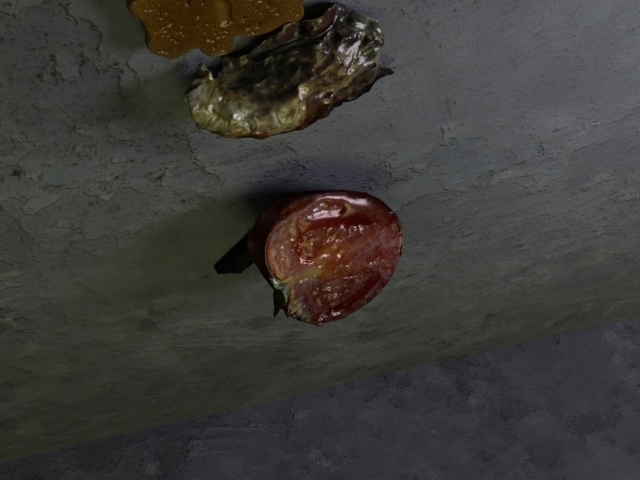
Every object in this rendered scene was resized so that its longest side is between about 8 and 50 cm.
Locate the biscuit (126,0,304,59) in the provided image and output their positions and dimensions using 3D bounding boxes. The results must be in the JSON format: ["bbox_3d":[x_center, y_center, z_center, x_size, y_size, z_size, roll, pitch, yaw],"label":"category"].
[{"bbox_3d":[-0.125,-0.307,0.928,0.226,0.036,0.166,-19,148,1],"label":"biscuit"}]

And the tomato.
[{"bbox_3d":[-0.006,0.000,1.398,0.309,0.170,0.308,-17,125,-26],"label":"tomato"}]

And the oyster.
[{"bbox_3d":[-0.026,-0.228,1.059,0.275,0.100,0.271,21,121,-42],"label":"oyster"}]

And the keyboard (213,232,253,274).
[{"bbox_3d":[-0.137,0.012,1.521,0.072,0.023,0.231,6,146,-39],"label":"keyboard"}]
